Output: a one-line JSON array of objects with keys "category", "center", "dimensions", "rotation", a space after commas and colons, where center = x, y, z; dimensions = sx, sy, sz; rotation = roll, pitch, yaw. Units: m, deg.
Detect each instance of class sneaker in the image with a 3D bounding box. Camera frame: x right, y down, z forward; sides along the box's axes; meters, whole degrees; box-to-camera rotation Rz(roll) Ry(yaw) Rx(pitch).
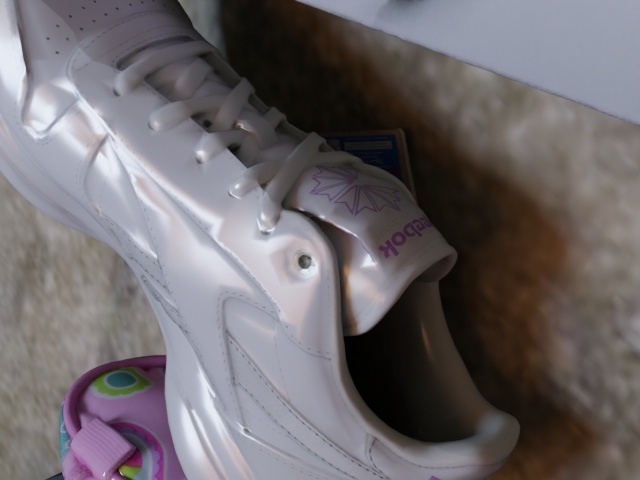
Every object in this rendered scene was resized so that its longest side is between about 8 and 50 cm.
[{"category": "sneaker", "center": [-0.028, -0.021, 0.552], "dimensions": [0.152, 0.114, 0.305], "rotation": [-27, 97, 42]}]

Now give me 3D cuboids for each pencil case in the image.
[{"category": "pencil case", "center": [-0.078, 0.198, 0.702], "dimensions": [0.124, 0.124, 0.284], "rotation": [32, 127, 36]}]

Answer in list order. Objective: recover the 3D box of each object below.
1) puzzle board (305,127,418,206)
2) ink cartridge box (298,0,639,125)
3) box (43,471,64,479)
[{"category": "puzzle board", "center": [0.000, 0.000, 0.616], "dimensions": [0.128, 0.011, 0.096], "rotation": [1, 105, 48]}, {"category": "ink cartridge box", "center": [0.042, -0.187, 0.455], "dimensions": [0.275, 0.060, 0.239], "rotation": [27, 126, 39]}, {"category": "box", "center": [-0.123, 0.161, 0.815], "dimensions": [0.083, 0.018, 0.067], "rotation": [-22, 89, 50]}]
